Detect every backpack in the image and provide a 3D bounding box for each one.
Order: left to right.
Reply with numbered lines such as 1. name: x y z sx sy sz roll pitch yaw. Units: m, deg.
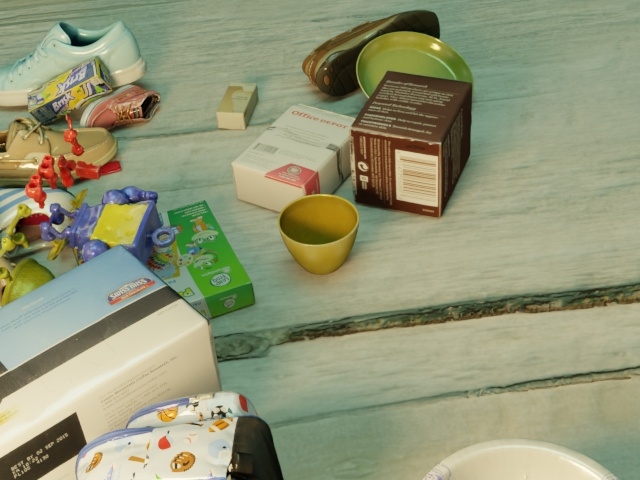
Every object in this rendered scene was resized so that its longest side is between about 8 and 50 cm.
1. backpack: -0.171 0.317 1.253 0.263 0.276 0.213 -12 35 2

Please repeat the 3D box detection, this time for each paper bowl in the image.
1. paper bowl: 0.238 0.383 1.206 0.284 0.148 0.284 -3 40 3

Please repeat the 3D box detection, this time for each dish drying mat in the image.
1. dish drying mat: -0.426 -0.135 1.989 0.083 0.008 0.032 -16 40 -13

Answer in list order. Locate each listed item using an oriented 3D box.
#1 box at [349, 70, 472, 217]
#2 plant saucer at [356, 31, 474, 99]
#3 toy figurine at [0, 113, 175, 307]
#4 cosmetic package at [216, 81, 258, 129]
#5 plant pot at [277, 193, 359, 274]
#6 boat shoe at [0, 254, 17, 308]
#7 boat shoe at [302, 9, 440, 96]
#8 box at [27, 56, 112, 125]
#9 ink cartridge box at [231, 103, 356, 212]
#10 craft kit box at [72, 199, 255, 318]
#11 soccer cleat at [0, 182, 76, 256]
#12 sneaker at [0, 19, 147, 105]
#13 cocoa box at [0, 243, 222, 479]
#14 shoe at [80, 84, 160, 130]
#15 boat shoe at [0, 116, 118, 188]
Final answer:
1. box: 0.165 -0.175 1.854 0.167 0.168 0.203 11 42 19
2. plant saucer: 0.187 -0.321 2.079 0.241 0.037 0.241 4 57 -7
3. toy figurine: -0.343 -0.014 1.628 0.217 0.191 0.362 9 46 4
4. cosmetic package: -0.168 -0.275 2.102 0.060 0.041 0.115 4 41 9
5. plant pot: 0.000 0.000 1.721 0.134 0.095 0.134 -3 41 3
6. boat shoe: -0.532 0.079 1.653 0.116 0.123 0.324 -4 58 -13
7. boat shoe: 0.103 -0.414 2.183 0.324 0.122 0.120 -26 37 -24
8. box: -0.512 -0.303 2.106 0.169 0.054 0.059 -24 54 11
9. ink cartridge box: -0.037 -0.149 1.903 0.159 0.092 0.218 19 47 25
10. craft kit box: -0.267 0.052 1.721 0.250 0.061 0.246 -18 45 -15
11. soccer cleat: -0.589 -0.031 1.800 0.331 0.116 0.143 -3 41 2
12. sneaker: -0.557 -0.389 2.172 0.366 0.150 0.135 -11 32 4
13. cocoa box: -0.337 0.211 1.399 0.347 0.231 0.228 -31 46 -27
14. shoe: -0.402 -0.262 2.092 0.081 0.063 0.178 13 39 28
15. boat shoe: -0.559 -0.170 1.959 0.341 0.110 0.121 -13 36 -8
